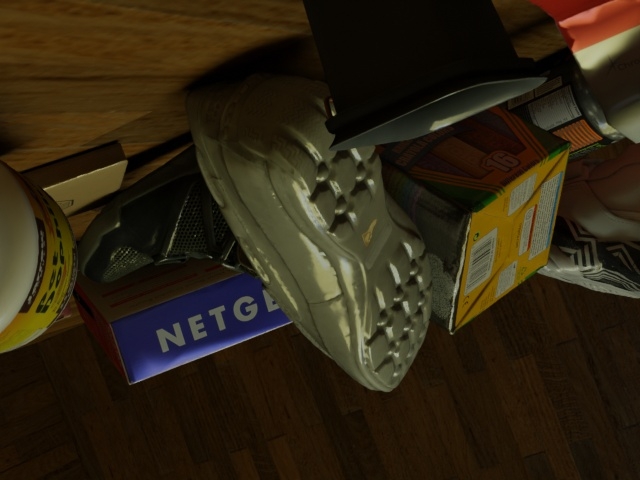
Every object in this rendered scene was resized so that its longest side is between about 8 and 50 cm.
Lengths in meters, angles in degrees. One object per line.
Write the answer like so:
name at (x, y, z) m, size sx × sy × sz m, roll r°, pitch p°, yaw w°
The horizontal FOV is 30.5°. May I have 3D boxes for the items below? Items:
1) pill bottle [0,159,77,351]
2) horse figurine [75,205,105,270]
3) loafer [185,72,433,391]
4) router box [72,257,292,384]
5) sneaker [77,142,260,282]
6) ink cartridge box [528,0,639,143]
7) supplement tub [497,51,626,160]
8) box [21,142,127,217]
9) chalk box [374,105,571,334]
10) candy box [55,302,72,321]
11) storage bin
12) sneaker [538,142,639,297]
pill bottle at (-0.202, 0.007, 0.633) m, size 0.117 × 0.117 × 0.215 m, roll -21°, pitch 178°, yaw -5°
horse figurine at (-0.131, -0.032, 1.100) m, size 0.263 × 0.066 × 0.174 m, roll -23°, pitch 172°, yaw -13°
loafer at (0.000, 0.000, 0.839) m, size 0.111 × 0.319 × 0.112 m, roll 17°, pitch -121°, yaw 31°
router box at (-0.130, 0.043, 1.480) m, size 0.335 × 0.082 × 0.301 m, roll -20°, pitch -162°, yaw -16°
sneaker at (-0.093, -0.001, 0.943) m, size 0.227 × 0.130 × 0.087 m, roll -31°, pitch 172°, yaw 18°
ink cartridge box at (0.361, -0.191, 0.960) m, size 0.308 × 0.091 × 0.385 m, roll -21°, pitch 171°, yaw 22°
supplement tub at (0.285, -0.153, 1.353) m, size 0.190 × 0.117 × 0.117 m, roll -23°, pitch 177°, yaw 43°
box at (-0.248, -0.018, 0.881) m, size 0.201 × 0.021 × 0.164 m, roll -20°, pitch 178°, yaw -16°
chalk box at (0.076, -0.049, 0.977) m, size 0.132 × 0.213 × 0.132 m, roll -31°, pitch 141°, yaw -34°
candy box at (-0.406, 0.094, 1.056) m, size 0.316 × 0.087 × 0.183 m, roll -20°, pitch -177°, yaw 10°
storage bin at (0.041, -0.102, 0.594) m, size 0.098 × 0.091 × 0.135 m, roll -22°, pitch 177°, yaw 28°
sneaker at (0.289, -0.054, 1.021) m, size 0.366 × 0.210 × 0.137 m, roll 14°, pitch 178°, yaw 43°
